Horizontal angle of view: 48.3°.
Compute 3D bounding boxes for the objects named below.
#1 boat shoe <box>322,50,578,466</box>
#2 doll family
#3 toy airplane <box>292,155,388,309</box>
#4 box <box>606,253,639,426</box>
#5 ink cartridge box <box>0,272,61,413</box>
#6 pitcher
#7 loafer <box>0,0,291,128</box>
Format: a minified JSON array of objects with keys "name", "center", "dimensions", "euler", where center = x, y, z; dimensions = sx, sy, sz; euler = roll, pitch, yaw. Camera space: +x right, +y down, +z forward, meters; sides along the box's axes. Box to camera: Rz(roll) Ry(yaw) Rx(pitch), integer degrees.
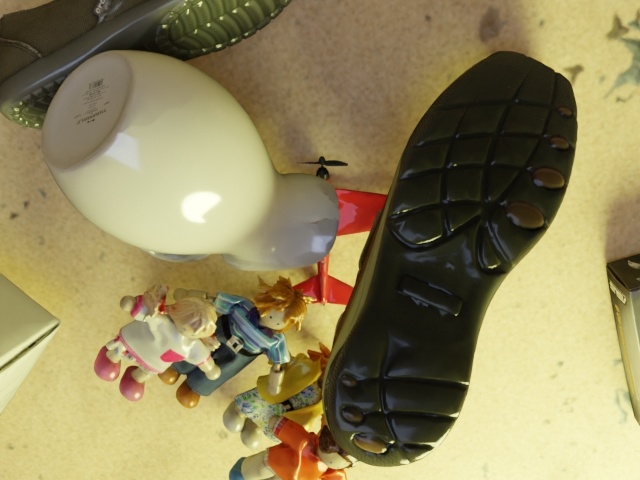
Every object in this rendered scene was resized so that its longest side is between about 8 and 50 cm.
[{"name":"boat shoe","center":[0.085,0.008,0.557],"dimensions":[0.122,0.120,0.324],"euler":[29,83,-5]},{"name":"doll family","center":[-0.057,0.111,0.630],"dimensions":[0.163,0.118,0.263],"euler":[-34,109,33]},{"name":"toy airplane","center":[0.000,0.000,0.619],"dimensions":[0.151,0.028,0.151],"euler":[1,114,1]},{"name":"box","center":[0.392,0.075,0.640],"dimensions":[0.231,0.056,0.183],"euler":[-18,114,8]},{"name":"ink cartridge box","center":[-0.401,0.129,0.600],"dimensions":[0.226,0.131,0.306],"euler":[39,108,-2]},{"name":"pitcher","center":[-0.110,-0.038,0.524],"dimensions":[0.177,0.126,0.207],"euler":[-18,151,27]},{"name":"loafer","center":[-0.124,-0.172,0.503],"dimensions":[0.251,0.094,0.087],"euler":[-27,81,-2]}]
